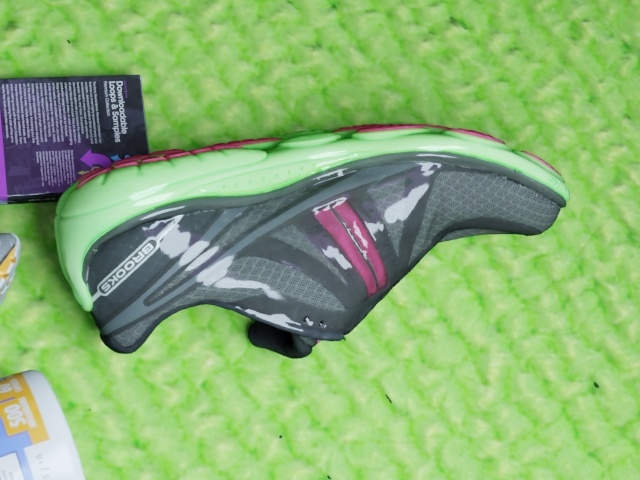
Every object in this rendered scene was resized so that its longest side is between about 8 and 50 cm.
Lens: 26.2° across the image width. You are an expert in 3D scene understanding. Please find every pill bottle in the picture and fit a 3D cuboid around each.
[{"bbox_3d":[-0.334,0.215,1.110,0.272,0.152,0.152,-18,82,-20],"label":"pill bottle"}]

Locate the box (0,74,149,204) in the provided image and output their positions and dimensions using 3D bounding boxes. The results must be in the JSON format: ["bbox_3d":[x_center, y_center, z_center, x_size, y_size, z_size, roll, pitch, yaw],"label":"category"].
[{"bbox_3d":[-0.242,-0.094,1.282,0.162,0.029,0.116,-4,78,-16],"label":"box"}]

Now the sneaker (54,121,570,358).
[{"bbox_3d":[0.000,0.000,1.274,0.483,0.185,0.202,-8,98,-16],"label":"sneaker"}]

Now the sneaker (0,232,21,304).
[{"bbox_3d":[-0.343,0.066,1.186,0.083,0.084,0.215,41,70,3],"label":"sneaker"}]
